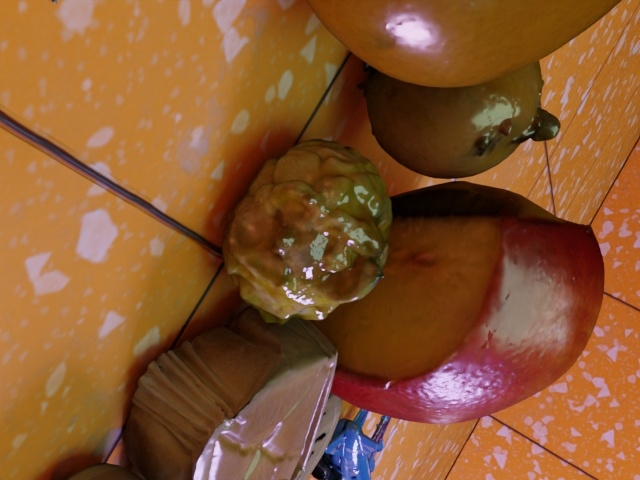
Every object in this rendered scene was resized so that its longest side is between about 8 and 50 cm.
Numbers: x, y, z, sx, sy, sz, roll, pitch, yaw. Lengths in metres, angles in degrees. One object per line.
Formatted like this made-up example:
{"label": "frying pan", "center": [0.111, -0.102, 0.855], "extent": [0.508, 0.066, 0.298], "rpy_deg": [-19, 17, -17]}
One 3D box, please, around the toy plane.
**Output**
{"label": "toy plane", "center": [0.042, 0.353, 1.311], "extent": [0.254, 0.105, 0.271], "rpy_deg": [-43, 152, -36]}

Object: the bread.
{"label": "bread", "center": [-0.090, 0.171, 0.812], "extent": [0.192, 0.109, 0.210], "rpy_deg": [-29, 141, -43]}

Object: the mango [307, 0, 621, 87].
{"label": "mango", "center": [0.157, -0.289, 0.645], "extent": [0.445, 0.232, 0.300], "rpy_deg": [-43, 146, -23]}

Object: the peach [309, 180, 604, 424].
{"label": "peach", "center": [0.144, 0.075, 0.922], "extent": [0.380, 0.306, 0.243], "rpy_deg": [31, 61, -72]}

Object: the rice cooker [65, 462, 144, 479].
{"label": "rice cooker", "center": [-0.198, 0.288, 0.698], "extent": [0.206, 0.127, 0.145], "rpy_deg": [-65, 158, -12]}

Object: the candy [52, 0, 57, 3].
{"label": "candy", "center": [-0.127, -0.177, 0.435], "extent": [0.035, 0.035, 0.123], "rpy_deg": [-48, 167, -56]}

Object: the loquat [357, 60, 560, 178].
{"label": "loquat", "center": [0.134, -0.141, 0.819], "extent": [0.149, 0.204, 0.172], "rpy_deg": [116, -3, -76]}

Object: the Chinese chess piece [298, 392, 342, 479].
{"label": "Chinese chess piece", "center": [-0.048, 0.239, 1.016], "extent": [0.188, 0.083, 0.188], "rpy_deg": [-50, 156, -32]}

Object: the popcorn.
{"label": "popcorn", "center": [-0.011, -0.004, 0.758], "extent": [0.173, 0.142, 0.174], "rpy_deg": [16, 90, -89]}
